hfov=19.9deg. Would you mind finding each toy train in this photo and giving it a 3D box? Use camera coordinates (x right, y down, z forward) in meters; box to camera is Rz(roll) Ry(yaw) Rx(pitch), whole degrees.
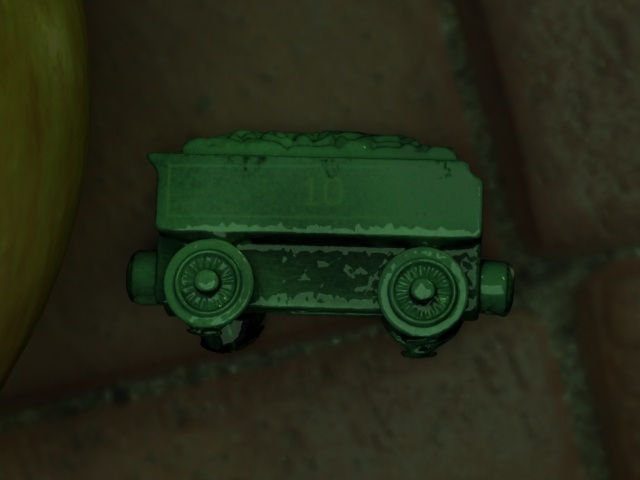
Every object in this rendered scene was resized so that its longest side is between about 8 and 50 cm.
[{"bbox_3d":[0.000,0.000,0.811,0.172,0.070,0.099,1,81,4],"label":"toy train"}]

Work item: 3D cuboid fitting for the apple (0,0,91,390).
[{"bbox_3d":[-0.278,-0.054,0.682,0.391,0.391,0.346,33,112,3],"label":"apple"}]
